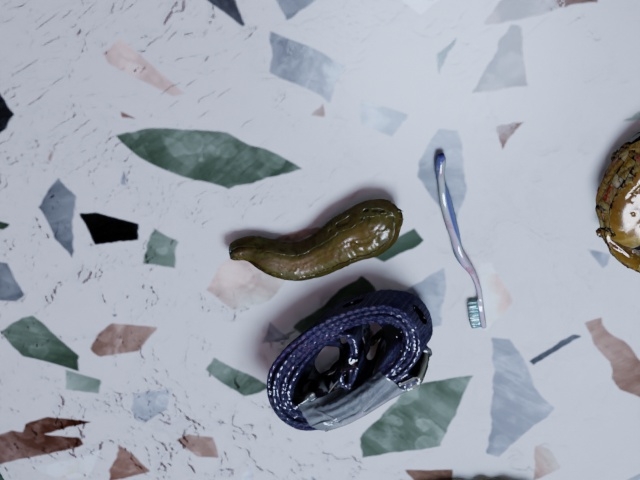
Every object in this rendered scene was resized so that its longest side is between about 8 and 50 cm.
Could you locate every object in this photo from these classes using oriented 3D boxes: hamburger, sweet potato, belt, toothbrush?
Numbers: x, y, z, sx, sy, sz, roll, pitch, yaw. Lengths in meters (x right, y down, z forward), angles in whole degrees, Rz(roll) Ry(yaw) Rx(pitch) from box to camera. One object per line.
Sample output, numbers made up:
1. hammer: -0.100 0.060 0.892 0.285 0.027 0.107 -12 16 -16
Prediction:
1. hamburger: 0.461 -0.049 1.878 0.231 0.107 0.231 3 122 5
2. sweet potato: 0.000 0.006 1.915 0.233 0.062 0.081 -16 104 11
3. belt: 0.042 0.156 1.965 0.230 0.126 0.140 -34 92 17
4. toothbrush: 0.181 0.005 1.941 0.027 0.021 0.269 -16 118 1

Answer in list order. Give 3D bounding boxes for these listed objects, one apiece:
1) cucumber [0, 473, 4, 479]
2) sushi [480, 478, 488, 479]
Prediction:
1. cucumber: -0.505 0.340 2.082 0.115 0.063 0.244 -27 118 13
2. sushi: 0.200 0.441 2.120 0.274 0.139 0.184 -4 117 3
